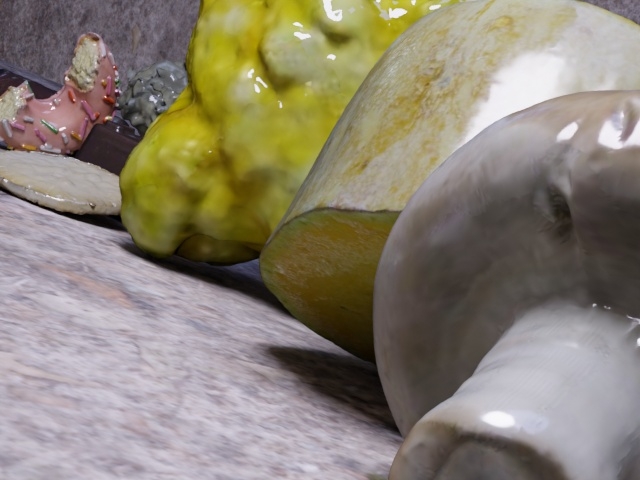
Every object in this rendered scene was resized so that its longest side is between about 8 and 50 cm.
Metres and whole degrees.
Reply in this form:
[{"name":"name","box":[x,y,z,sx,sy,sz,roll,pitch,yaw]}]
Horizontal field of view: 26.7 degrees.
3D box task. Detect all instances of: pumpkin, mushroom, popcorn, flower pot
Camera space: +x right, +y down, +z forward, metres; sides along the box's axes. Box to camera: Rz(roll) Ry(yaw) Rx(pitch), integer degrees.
[{"name":"pumpkin","box":[0.142,-0.013,0.881,0.332,0.199,0.332,21,-17,7]},{"name":"mushroom","box":[0.117,0.059,0.583,0.243,0.244,0.243,22,4,-2]},{"name":"popcorn","box":[0.026,-0.083,1.122,0.334,0.292,0.294,22,-37,10]},{"name":"flower pot","box":[-0.153,-0.059,1.403,0.179,0.084,0.251,25,5,30]}]

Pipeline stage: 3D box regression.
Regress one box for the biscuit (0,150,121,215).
[{"name":"biscuit","box":[-0.233,-0.054,1.226,0.152,0.020,0.152,15,15,-4]}]

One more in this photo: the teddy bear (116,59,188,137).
[{"name":"teddy bear","box":[-0.065,-0.129,1.621,0.367,0.224,0.357,28,6,-32]}]

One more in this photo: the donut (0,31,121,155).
[{"name":"donut","box":[-0.289,-0.146,1.525,0.065,0.166,0.117,55,0,43]}]

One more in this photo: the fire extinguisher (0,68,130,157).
[{"name":"fire extinguisher","box":[-0.318,-0.156,1.740,0.267,0.089,0.072,23,-18,23]}]
